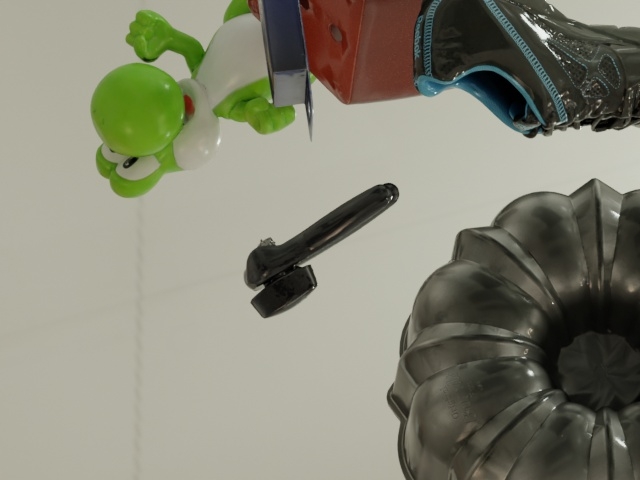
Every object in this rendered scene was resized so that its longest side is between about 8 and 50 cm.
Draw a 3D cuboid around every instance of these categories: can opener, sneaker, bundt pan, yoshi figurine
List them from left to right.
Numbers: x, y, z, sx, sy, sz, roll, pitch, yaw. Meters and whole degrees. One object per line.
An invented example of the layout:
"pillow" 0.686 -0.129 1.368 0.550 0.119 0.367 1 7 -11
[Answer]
"yoshi figurine" -0.128 -0.198 1.857 0.203 0.362 0.203 49 -2 -26
"can opener" 0.000 0.000 1.551 0.073 0.186 0.059 52 13 -2
"sneaker" 0.241 -0.147 1.529 0.125 0.340 0.140 133 -25 -65
"bundt pan" 0.210 0.094 1.169 0.124 0.330 0.331 77 -10 -62

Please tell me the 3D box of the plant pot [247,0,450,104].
"plant pot" 0.068 -0.302 1.666 0.267 0.235 0.267 47 -27 24

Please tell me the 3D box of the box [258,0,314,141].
"box" -0.036 -0.207 1.407 0.136 0.036 0.225 99 -17 -82
